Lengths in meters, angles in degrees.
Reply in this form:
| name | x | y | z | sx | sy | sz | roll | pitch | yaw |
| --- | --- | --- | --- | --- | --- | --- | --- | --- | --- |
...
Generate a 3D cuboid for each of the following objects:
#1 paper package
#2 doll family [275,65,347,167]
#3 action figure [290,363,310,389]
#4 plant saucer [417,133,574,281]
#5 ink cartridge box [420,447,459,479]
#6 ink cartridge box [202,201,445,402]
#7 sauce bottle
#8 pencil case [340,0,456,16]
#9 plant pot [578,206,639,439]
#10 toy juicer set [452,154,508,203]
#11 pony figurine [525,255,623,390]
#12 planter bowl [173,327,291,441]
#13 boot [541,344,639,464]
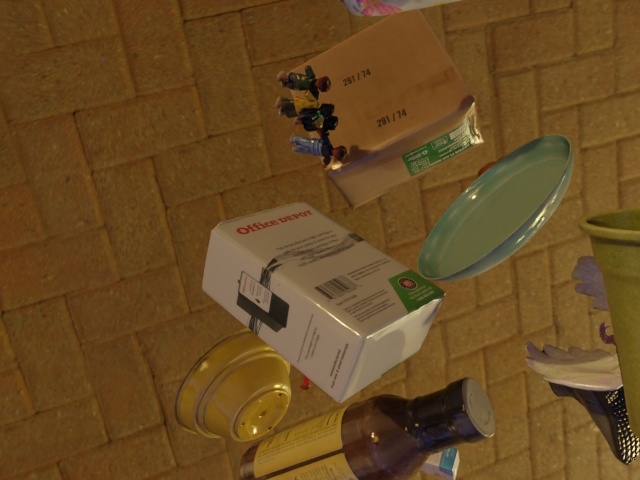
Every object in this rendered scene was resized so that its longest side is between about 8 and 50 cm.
| name | x | y | z | sx | sy | sz | roll | pitch | yaw |
| --- | --- | --- | --- | --- | --- | --- | --- | --- | --- |
| paper package | 0.130 | -0.277 | 1.301 | 0.325 | 0.309 | 0.168 | -27 | 153 | 10 |
| doll family | -0.010 | -0.210 | 1.076 | 0.076 | 0.112 | 0.193 | -64 | 151 | -26 |
| action figure | -0.041 | 0.210 | 1.465 | 0.092 | 0.139 | 0.280 | 22 | 64 | -12 |
| plant saucer | 0.288 | -0.044 | 1.013 | 0.044 | 0.317 | 0.317 | 42 | 89 | -10 |
| ink cartridge box | 0.264 | 0.558 | 1.609 | 0.104 | 0.180 | 0.060 | 70 | 37 | -53 |
| ink cartridge box | -0.001 | 0.052 | 0.656 | 0.153 | 0.208 | 0.086 | -18 | 134 | -47 |
| sauce bottle | 0.050 | 0.260 | 0.770 | 0.344 | 0.111 | 0.111 | -29 | 119 | 31 |
| pencil case | 0.156 | -0.389 | 0.847 | 0.113 | 0.273 | 0.124 | -62 | 143 | -43 |
| plant pot | 0.435 | 0.096 | 0.677 | 0.276 | 0.276 | 0.253 | -7 | 97 | -17 |
| toy juicer set | 0.420 | -0.097 | 1.456 | 0.090 | 0.329 | 0.209 | 33 | 103 | -6 |
| pony figurine | 0.617 | 0.204 | 1.151 | 0.363 | 0.351 | 0.302 | 48 | 64 | -33 |
| planter bowl | -0.113 | 0.249 | 0.980 | 0.217 | 0.090 | 0.217 | -27 | 136 | -30 |
| boot | 0.555 | 0.328 | 1.272 | 0.084 | 0.161 | 0.246 | -29 | 102 | -22 |
